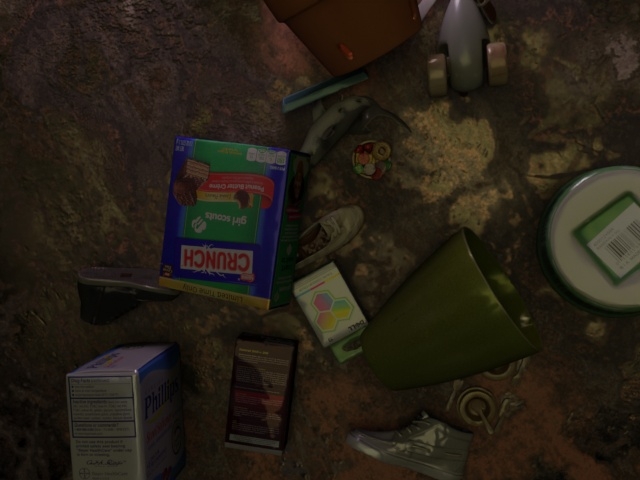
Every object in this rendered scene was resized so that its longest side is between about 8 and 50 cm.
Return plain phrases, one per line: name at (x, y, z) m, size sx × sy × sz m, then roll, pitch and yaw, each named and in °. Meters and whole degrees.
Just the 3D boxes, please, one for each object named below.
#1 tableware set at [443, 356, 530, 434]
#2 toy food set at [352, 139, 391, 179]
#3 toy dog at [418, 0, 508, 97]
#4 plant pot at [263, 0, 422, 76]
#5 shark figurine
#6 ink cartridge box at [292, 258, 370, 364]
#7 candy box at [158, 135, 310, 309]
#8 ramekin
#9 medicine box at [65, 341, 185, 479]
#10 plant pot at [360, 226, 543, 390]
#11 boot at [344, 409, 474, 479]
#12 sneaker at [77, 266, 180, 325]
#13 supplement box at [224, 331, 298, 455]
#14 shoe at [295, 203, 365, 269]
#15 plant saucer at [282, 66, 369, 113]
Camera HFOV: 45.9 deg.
tableware set at (0.348, 0.302, 1.574) m, size 0.128 × 0.039 × 0.194 m, roll 21°, pitch 96°, yaw 5°
toy food set at (0.107, -0.168, 1.578) m, size 0.083 × 0.020 × 0.082 m, roll 5°, pitch 95°, yaw 6°
toy dog at (0.283, -0.420, 1.496) m, size 0.220 × 0.161 × 0.333 m, roll 16°, pitch 81°, yaw 8°
plant pot at (0.061, -0.451, 1.449) m, size 0.291 × 0.291 × 0.203 m, roll -28°, pitch 107°, yaw 8°
shark figurine at (0.071, -0.238, 1.524) m, size 0.116 × 0.278 × 0.166 m, roll 22°, pitch 63°, yaw -32°
ink cartridge box at (0.033, 0.155, 1.590) m, size 0.109 × 0.062 × 0.209 m, roll -29°, pitch 91°, yaw 7°
candy box at (-0.178, -0.039, 1.543) m, size 0.268 × 0.122 × 0.317 m, roll 9°, pitch 96°, yaw 22°
ramekin at (0.570, -0.001, 1.443) m, size 0.303 × 0.148 × 0.303 m, roll -1°, pitch 87°, yaw 15°
medicine box at (-0.391, 0.378, 1.557) m, size 0.149 × 0.263 × 0.289 m, roll -2°, pitch 95°, yaw 6°
plant pot at (0.233, 0.165, 1.484) m, size 0.293 × 0.275 × 0.274 m, roll -33°, pitch 90°, yaw 18°
boot at (0.189, 0.410, 1.585) m, size 0.258 × 0.095 × 0.123 m, roll 18°, pitch 90°, yaw -3°
sneaker at (-0.414, 0.127, 1.646) m, size 0.222 × 0.083 × 0.118 m, roll 7°, pitch 114°, yaw 0°
supplement box at (-0.126, 0.327, 1.617) m, size 0.130 × 0.073 × 0.239 m, roll 8°, pitch 96°, yaw 5°
shoe at (0.000, 0.000, 1.584) m, size 0.219 × 0.058 × 0.076 m, roll -35°, pitch 90°, yaw 8°
plant saucer at (0.006, -0.313, 1.556) m, size 0.192 × 0.067 × 0.018 m, roll -22°, pitch 116°, yaw 9°
